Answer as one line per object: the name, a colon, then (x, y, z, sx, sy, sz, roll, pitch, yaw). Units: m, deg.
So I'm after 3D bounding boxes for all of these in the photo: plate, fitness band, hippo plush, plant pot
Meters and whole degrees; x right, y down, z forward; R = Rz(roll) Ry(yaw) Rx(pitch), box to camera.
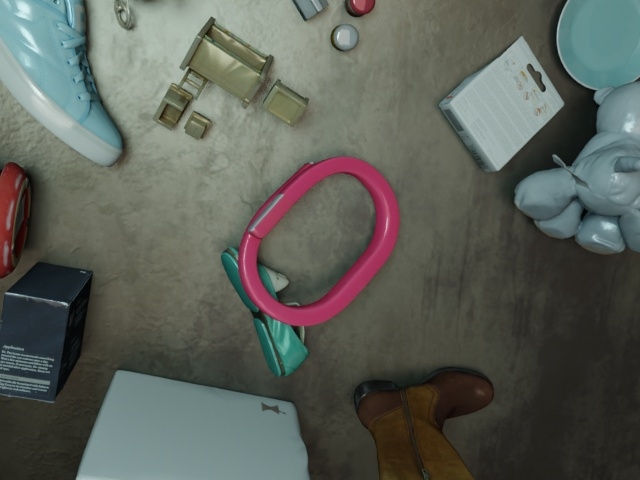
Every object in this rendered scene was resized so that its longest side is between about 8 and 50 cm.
plate: (0.472, -0.343, 1.062, 0.188, 0.024, 0.188, -2, 105, -7)
fitness band: (0.000, 0.000, 1.028, 0.291, 0.054, 0.209, -47, 110, -14)
hippo plush: (0.454, -0.138, 1.039, 0.294, 0.234, 0.237, 42, 64, -43)
plant pot: (-0.513, -0.033, 0.913, 0.174, 0.191, 0.191, 9, 103, -17)

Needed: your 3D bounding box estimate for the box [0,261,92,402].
box: (-0.419, 0.134, 0.984, 0.093, 0.156, 0.158, 12, 102, -10)

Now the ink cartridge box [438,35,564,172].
ink cartridge box: (0.300, -0.224, 1.069, 0.179, 0.045, 0.145, -44, 107, -15)

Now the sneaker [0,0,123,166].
sneaker: (-0.373, -0.277, 0.895, 0.150, 0.135, 0.366, -35, 108, 5)

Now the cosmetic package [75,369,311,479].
cosmetic package: (-0.223, 0.472, 1.011, 0.327, 0.329, 0.394, 14, 101, -11)

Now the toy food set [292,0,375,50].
toy food set: (0.006, -0.391, 0.936, 0.111, 0.104, 0.232, -33, 107, 1)

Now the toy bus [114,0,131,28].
toy bus: (-0.238, -0.423, 0.889, 0.104, 0.202, 0.191, -29, 102, -32)

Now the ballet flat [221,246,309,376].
ballet flat: (-0.083, 0.106, 1.076, 0.087, 0.083, 0.247, -30, 109, -25)

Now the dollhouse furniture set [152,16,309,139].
dollhouse furniture set: (-0.133, -0.214, 0.988, 0.181, 0.101, 0.161, 31, 123, -15)

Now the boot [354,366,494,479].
boot: (0.200, 0.308, 1.056, 0.264, 0.280, 0.096, 4, 104, -9)
